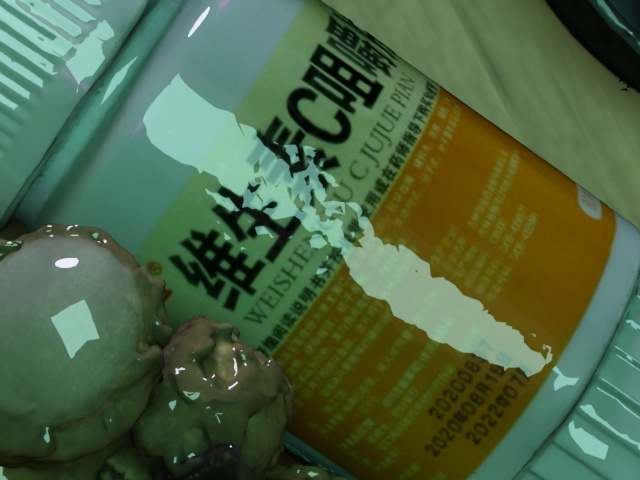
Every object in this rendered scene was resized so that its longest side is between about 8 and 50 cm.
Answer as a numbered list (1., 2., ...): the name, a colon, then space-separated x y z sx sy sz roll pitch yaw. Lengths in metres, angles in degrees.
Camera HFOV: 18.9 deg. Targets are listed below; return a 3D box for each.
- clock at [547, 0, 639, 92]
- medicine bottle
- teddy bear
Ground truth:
1. clock: 0.230 -0.200 0.873 0.325 0.067 0.325 1 86 -11
2. medicine bottle: 0.000 0.000 0.764 0.318 0.158 0.158 35 80 -7
3. teddy bear: -0.065 0.131 0.705 0.256 0.156 0.267 40 118 -5
